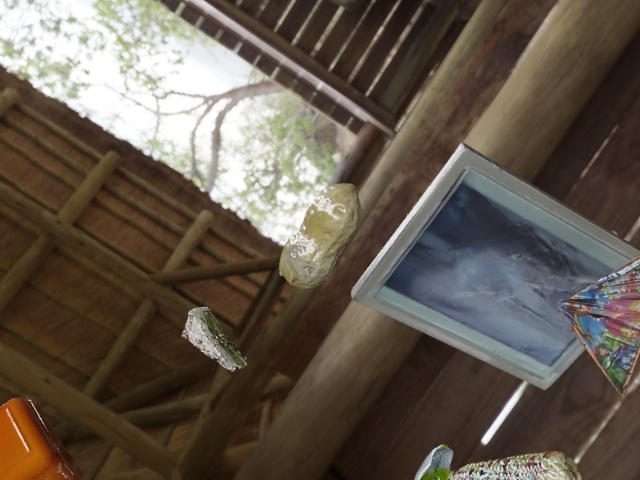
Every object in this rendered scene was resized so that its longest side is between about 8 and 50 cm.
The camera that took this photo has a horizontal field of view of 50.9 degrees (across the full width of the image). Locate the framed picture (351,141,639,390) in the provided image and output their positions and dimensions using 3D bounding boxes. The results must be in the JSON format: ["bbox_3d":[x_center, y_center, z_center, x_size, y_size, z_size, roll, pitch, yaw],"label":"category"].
[{"bbox_3d":[0.323,0.066,1.161,0.446,0.326,0.028,26,-155,-18],"label":"framed picture"}]

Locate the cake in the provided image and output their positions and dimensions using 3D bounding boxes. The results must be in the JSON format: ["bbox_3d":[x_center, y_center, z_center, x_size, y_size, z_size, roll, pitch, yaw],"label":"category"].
[{"bbox_3d":[-0.178,0.177,1.128,0.051,0.055,0.140,-1,-140,-50],"label":"cake"}]

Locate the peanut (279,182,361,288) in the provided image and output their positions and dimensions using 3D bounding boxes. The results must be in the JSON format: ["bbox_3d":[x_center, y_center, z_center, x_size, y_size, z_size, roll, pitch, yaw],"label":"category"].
[{"bbox_3d":[0.000,0.000,1.049,0.099,0.214,0.099,25,-148,-17],"label":"peanut"}]

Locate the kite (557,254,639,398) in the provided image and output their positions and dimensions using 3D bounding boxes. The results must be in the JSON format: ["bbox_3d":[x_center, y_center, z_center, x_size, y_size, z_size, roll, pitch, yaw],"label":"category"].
[{"bbox_3d":[0.397,0.102,0.879,0.183,0.241,0.014,2,-159,0],"label":"kite"}]

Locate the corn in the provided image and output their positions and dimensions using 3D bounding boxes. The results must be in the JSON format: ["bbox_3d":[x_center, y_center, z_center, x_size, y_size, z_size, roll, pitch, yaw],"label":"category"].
[{"bbox_3d":[0.348,0.442,1.238,0.086,0.253,0.086,29,-130,-40],"label":"corn"}]

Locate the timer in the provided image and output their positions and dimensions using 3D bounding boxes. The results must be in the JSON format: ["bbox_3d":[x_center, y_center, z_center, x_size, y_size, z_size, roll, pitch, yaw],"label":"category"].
[{"bbox_3d":[-0.552,0.451,1.169,0.161,0.257,0.250,37,149,27],"label":"timer"}]

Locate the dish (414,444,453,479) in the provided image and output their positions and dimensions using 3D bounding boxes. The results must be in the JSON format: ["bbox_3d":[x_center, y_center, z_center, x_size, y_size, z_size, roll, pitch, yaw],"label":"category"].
[{"bbox_3d":[0.219,0.467,1.345,0.091,0.137,0.039,15,-178,-33],"label":"dish"}]
